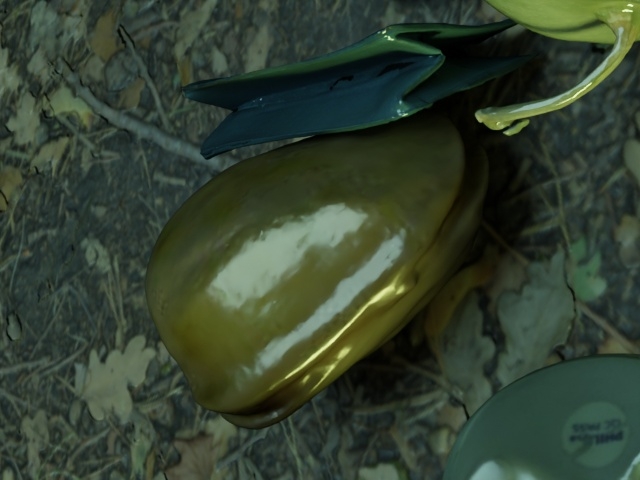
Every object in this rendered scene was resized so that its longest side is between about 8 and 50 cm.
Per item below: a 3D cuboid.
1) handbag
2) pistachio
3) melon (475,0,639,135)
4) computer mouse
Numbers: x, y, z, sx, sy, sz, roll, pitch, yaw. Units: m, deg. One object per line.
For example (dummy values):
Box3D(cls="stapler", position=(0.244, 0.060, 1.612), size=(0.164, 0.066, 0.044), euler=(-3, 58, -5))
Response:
Box3D(cls="handbag", position=(0.022, -0.108, 1.066), size=(0.221, 0.144, 0.057), euler=(-9, 99, 47))
Box3D(cls="pistachio", position=(0.000, 0.000, 1.064), size=(0.260, 0.163, 0.212), euler=(-35, 42, 17))
Box3D(cls="melon", position=(0.166, -0.249, 0.854), size=(0.272, 0.272, 0.308), euler=(-29, 76, 40))
Box3D(cls="computer mouse", position=(0.172, 0.227, 0.876), size=(0.197, 0.095, 0.330), euler=(-10, 78, 23))
